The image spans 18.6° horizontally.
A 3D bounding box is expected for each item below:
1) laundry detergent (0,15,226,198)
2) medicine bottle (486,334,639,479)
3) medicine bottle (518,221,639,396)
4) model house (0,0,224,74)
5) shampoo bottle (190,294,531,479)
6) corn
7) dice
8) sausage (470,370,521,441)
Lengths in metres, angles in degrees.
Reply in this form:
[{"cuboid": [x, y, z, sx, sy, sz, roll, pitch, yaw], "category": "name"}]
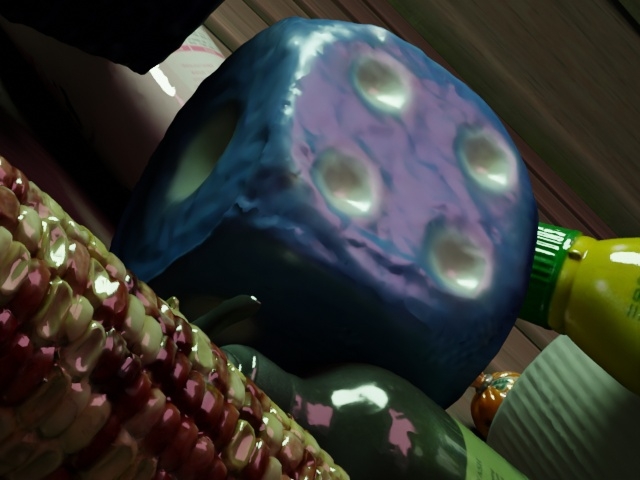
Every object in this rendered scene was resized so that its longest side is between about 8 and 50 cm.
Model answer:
[{"cuboid": [-0.059, -0.039, 1.037, 0.335, 0.088, 0.159, 53, 11, 19], "category": "laundry detergent"}, {"cuboid": [0.259, 0.211, 1.013, 0.224, 0.224, 0.384, 33, 17, -51], "category": "medicine bottle"}, {"cuboid": [0.153, 0.031, 0.996, 0.261, 0.095, 0.064, 18, -28, 20], "category": "medicine bottle"}, {"cuboid": [-0.119, -0.196, 0.847, 0.284, 0.243, 0.298, 38, 19, -4], "category": "model house"}, {"cuboid": [0.033, 0.119, 0.800, 0.284, 0.101, 0.101, 39, 14, -33], "category": "shampoo bottle"}, {"cuboid": [-0.080, 0.054, 0.636, 0.290, 0.098, 0.098, 44, 11, -33], "category": "corn"}, {"cuboid": [0.000, 0.000, 0.861, 0.146, 0.143, 0.146, 38, 48, -21], "category": "dice"}, {"cuboid": [0.217, 0.198, 1.327, 0.348, 0.053, 0.053, 43, 12, -20], "category": "sausage"}]
